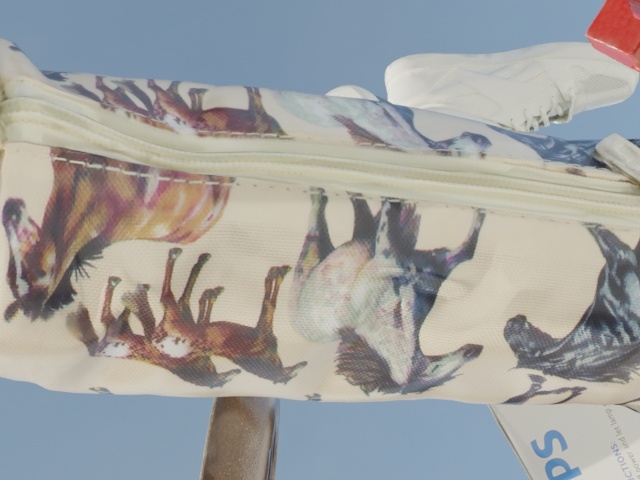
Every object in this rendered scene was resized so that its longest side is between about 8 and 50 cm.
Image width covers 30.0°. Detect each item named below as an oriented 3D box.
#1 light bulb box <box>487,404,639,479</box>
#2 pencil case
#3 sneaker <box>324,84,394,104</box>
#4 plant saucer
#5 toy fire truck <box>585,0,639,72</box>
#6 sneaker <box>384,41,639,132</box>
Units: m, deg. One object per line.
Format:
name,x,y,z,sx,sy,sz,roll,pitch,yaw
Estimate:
light bulb box,0.360,0.117,1.181,0.361,0.358,0.225,-27,-82,9
pencil case,0.016,-0.002,0.603,0.410,0.184,0.160,5,-130,-16
sneaker,0.000,0.000,0.988,0.146,0.105,0.296,7,-44,-44
plant saucer,-0.069,0.245,0.970,0.050,0.310,0.311,6,-86,0
toy fire truck,0.246,-0.121,0.730,0.047,0.192,0.135,-57,-28,1
sneaker,0.224,-0.129,1.355,0.108,0.292,0.169,80,-173,-59
